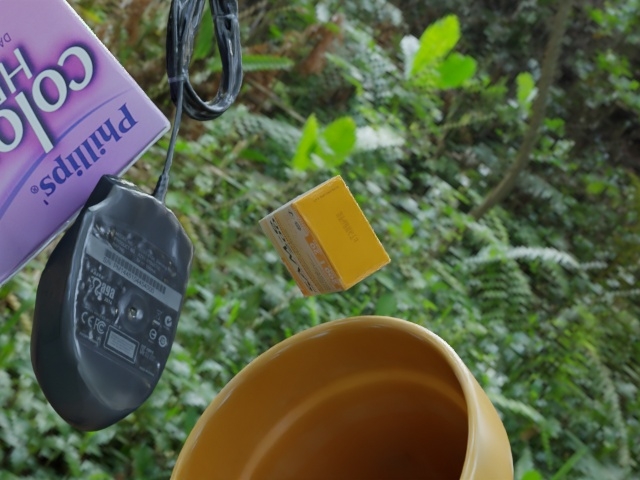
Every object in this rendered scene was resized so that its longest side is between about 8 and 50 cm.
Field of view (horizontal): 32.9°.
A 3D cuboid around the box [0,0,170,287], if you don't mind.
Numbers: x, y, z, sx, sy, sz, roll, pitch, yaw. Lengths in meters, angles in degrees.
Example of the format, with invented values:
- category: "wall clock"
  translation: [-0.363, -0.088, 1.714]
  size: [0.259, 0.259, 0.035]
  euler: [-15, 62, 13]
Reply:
- category: "box"
  translation: [-0.222, -0.107, 0.533]
  size: [0.243, 0.117, 0.213]
  euler: [49, -16, -21]

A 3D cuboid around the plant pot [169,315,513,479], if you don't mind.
- category: "plant pot"
  translation: [0.040, 0.182, 0.662]
  size: [0.188, 0.205, 0.205]
  euler: [52, 7, -37]

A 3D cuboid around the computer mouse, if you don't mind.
- category: "computer mouse"
  translation: [-0.082, -0.031, 0.491]
  size: [0.071, 0.041, 0.242]
  euler: [44, 50, -45]

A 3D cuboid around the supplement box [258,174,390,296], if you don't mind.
- category: "supplement box"
  translation: [0.000, 0.000, 0.680]
  size: [0.062, 0.036, 0.098]
  euler: [58, -15, -3]
